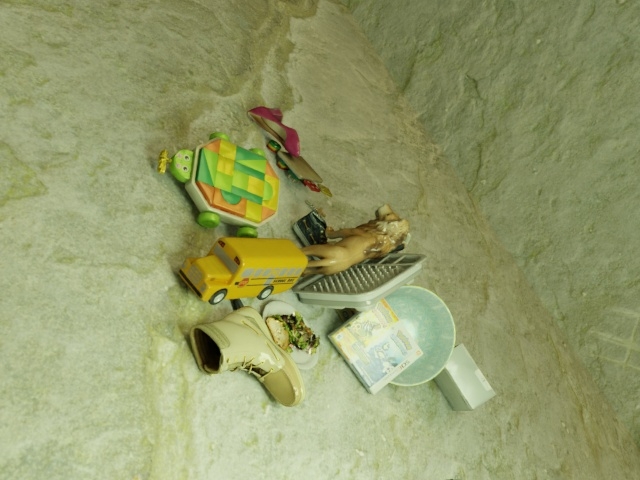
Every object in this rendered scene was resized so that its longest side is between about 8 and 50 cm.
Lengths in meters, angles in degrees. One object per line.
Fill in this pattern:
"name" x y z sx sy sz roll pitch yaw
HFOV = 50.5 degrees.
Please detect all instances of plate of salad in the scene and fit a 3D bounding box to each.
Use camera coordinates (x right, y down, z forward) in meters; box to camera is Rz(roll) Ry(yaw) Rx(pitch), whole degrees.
"plate of salad" -0.068 0.235 1.740 0.200 0.048 0.200 37 30 -26

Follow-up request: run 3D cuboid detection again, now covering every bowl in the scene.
"bowl" 0.234 0.276 2.000 0.289 0.289 0.156 50 -13 -5

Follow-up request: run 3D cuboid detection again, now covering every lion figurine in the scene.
"lion figurine" 0.071 0.029 1.917 0.392 0.240 0.142 -37 117 -43

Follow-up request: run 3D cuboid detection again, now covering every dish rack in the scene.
"dish rack" 0.116 0.119 1.908 0.333 0.285 0.072 -25 109 -47

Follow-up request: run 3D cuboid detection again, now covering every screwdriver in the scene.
"screwdriver" -0.169 0.213 1.632 0.024 0.025 0.170 2 53 -57

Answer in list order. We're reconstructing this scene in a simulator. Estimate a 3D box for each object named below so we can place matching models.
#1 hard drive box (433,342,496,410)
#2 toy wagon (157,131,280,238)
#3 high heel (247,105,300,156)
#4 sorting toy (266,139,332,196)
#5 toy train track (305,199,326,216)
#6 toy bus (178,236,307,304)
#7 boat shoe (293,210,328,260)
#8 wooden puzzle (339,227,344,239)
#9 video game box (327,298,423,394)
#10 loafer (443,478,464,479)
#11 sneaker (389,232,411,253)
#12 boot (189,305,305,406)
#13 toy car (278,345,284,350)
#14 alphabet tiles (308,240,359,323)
"hard drive box" 0.425 0.428 2.100 0.181 0.089 0.232 58 -10 10
"toy wagon" -0.261 -0.157 1.791 0.344 0.068 0.267 21 59 -33
"high heel" -0.153 -0.363 2.269 0.117 0.082 0.244 -9 57 -27
"sorting toy" -0.071 -0.227 2.267 0.274 0.046 0.132 49 24 26
"toy train track" -0.018 -0.103 2.263 0.083 0.014 0.048 38 37 -15
"toy bus" -0.180 0.067 1.650 0.108 0.130 0.333 46 23 25
"boat shoe" 0.000 0.000 2.064 0.183 0.083 0.065 52 27 -1
"wooden puzzle" 0.088 -0.009 2.321 0.049 0.006 0.083 -3 60 -58
"video game box" 0.154 0.289 1.877 0.205 0.187 0.048 54 -15 -4
"loafer" 0.293 0.619 1.632 0.096 0.267 0.084 -117 -157 -67
"sneaker" 0.209 -0.001 2.362 0.126 0.127 0.321 59 27 11
"boot" -0.160 0.275 1.496 0.262 0.095 0.203 57 27 12
"toy car" -0.089 0.314 1.609 0.040 0.060 0.122 -12 55 -26
"alphabet tiles" 0.090 0.149 2.130 0.285 0.011 0.342 -7 64 -59
